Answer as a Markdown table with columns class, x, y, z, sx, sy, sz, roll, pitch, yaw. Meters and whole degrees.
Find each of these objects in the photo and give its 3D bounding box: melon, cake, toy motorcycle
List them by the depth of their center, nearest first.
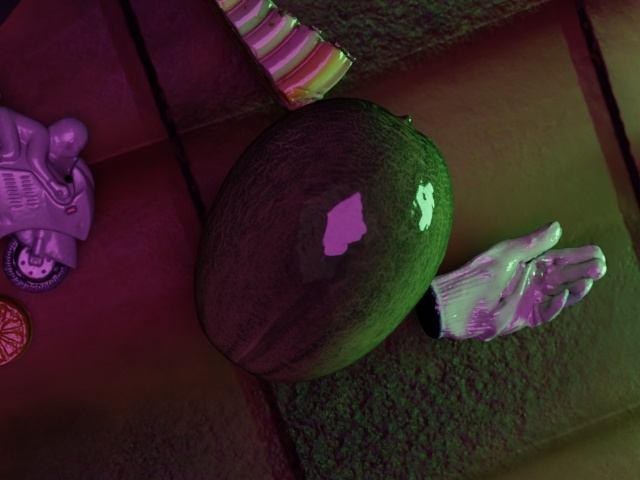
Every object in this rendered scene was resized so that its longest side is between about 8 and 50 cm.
| class | x | y | z | sx | sy | sz | roll | pitch | yaw |
| --- | --- | --- | --- | --- | --- | --- | --- | --- | --- |
| melon | 0.000 | 0.000 | 1.475 | 0.248 | 0.248 | 0.329 | 34 | 94 | -9 |
| toy motorcycle | -0.328 | -0.079 | 1.494 | 0.171 | 0.110 | 0.260 | -34 | 100 | -8 |
| cake | -0.080 | -0.230 | 1.508 | 0.225 | 0.109 | 0.090 | 36 | 90 | -10 |
| cake | -0.365 | 0.102 | 1.534 | 0.084 | 0.044 | 0.084 | -1 | 96 | -9 |

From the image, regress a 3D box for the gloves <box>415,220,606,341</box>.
| class | x | y | z | sx | sy | sz | roll | pitch | yaw |
| --- | --- | --- | --- | --- | --- | --- | --- | --- | --- |
| gloves | 0.221 | 0.051 | 1.583 | 0.229 | 0.097 | 0.119 | -13 | 102 | -1 |

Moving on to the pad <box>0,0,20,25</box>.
| class | x | y | z | sx | sy | sz | roll | pitch | yaw |
| --- | --- | --- | --- | --- | --- | --- | --- | --- | --- |
| pad | -0.398 | -0.234 | 1.447 | 0.006 | 0.170 | 0.245 | 37 | 88 | 21 |
